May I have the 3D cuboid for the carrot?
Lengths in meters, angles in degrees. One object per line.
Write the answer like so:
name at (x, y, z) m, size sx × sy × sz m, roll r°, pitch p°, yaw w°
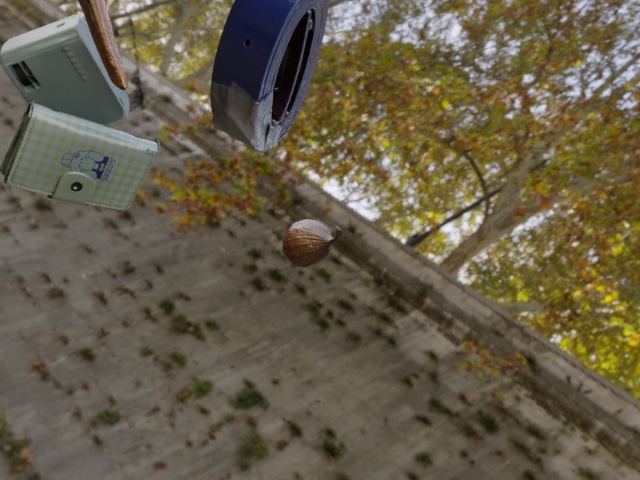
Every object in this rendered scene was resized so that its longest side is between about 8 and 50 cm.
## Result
carrot at (-0.306, -0.287, 1.032) m, size 0.190 × 0.037 × 0.037 m, roll 69°, pitch -28°, yaw 20°

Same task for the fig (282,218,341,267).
fig at (0.000, 0.000, 2.026) m, size 0.201 × 0.146 × 0.133 m, roll -12°, pitch -60°, yaw 35°

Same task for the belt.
belt at (-0.096, -0.335, 1.378) m, size 0.117 × 0.212 × 0.347 m, roll 31°, pitch -51°, yaw 13°

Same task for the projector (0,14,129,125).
projector at (-0.597, -0.380, 1.733) m, size 0.108 × 0.198 × 0.250 m, roll -104°, pitch 173°, yaw -47°

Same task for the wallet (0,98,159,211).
wallet at (-0.564, -0.186, 1.728) m, size 0.223 × 0.309 × 0.077 m, roll -60°, pitch -143°, yaw 17°
